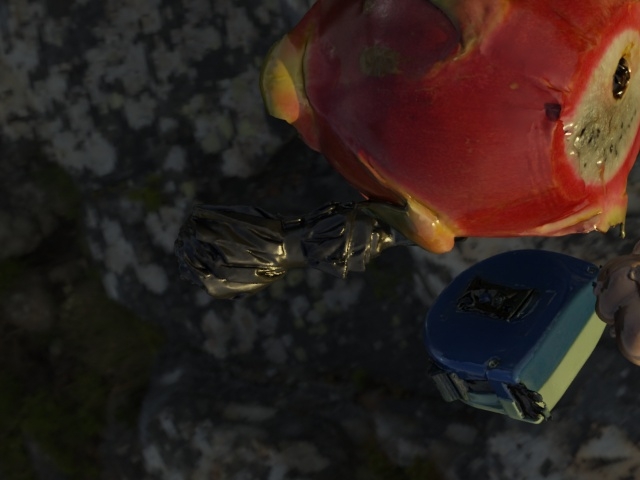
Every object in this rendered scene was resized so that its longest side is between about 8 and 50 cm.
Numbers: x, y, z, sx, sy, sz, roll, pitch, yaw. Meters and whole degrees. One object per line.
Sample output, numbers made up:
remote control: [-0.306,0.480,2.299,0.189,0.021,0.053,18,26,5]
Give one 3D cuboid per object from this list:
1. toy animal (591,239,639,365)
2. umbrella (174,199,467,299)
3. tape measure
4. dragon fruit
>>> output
toy animal: [0.332,0.074,1.445,0.083,0.089,0.150,-35,47,35]
umbrella: [0.000,0.000,1.598,0.340,0.118,0.118,-6,102,2]
tape measure: [0.270,0.058,1.658,0.215,0.351,0.098,8,136,47]
dragon fruit: [0.088,-0.102,0.829,0.227,0.224,0.224,28,117,31]
